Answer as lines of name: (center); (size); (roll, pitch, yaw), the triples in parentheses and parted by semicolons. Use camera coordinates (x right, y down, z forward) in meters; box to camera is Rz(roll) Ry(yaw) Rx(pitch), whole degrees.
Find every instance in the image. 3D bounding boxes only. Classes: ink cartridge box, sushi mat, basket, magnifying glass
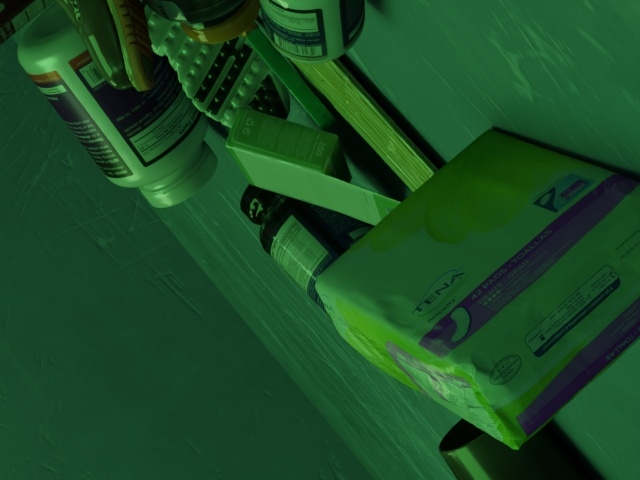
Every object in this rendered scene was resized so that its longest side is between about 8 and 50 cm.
ink cartridge box: (0.018, -0.073, 1.915); (0.235, 0.056, 0.171); (17, 169, 11)
sushi mat: (0.073, -0.103, 1.756); (0.316, 0.019, 0.151); (48, 171, 8)
basket: (0.266, 0.321, 2.135); (0.227, 0.154, 0.204); (54, 168, -6)
magnifying glass: (-0.062, -0.215, 1.879); (0.231, 0.026, 0.092); (52, -176, 10)

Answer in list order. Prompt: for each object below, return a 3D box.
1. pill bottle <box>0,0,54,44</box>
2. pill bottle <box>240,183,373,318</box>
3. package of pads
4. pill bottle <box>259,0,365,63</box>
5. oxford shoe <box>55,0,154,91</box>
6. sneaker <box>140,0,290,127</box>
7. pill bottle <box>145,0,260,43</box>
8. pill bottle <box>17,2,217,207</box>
pill bottle: (-0.429, -0.337, 1.982); (0.224, 0.392, 0.224); (47, 170, 11)
pill bottle: (0.000, 0.000, 2.151); (0.219, 0.123, 0.123); (46, 169, 22)
package of pads: (0.145, 0.033, 1.360); (0.101, 0.229, 0.296); (54, 169, -24)
pill bottle: (-0.010, -0.229, 1.445); (0.094, 0.094, 0.169); (46, 169, 16)
oxford shoe: (-0.278, -0.294, 1.652); (0.363, 0.133, 0.130); (63, -178, 7)
sneaker: (-0.144, -0.236, 2.024); (0.292, 0.110, 0.118); (40, -166, 13)
pill bottle: (-0.135, -0.300, 1.616); (0.130, 0.130, 0.245); (42, 167, 36)
pill bottle: (-0.288, -0.206, 2.453); (0.323, 0.181, 0.181); (56, 168, -30)
